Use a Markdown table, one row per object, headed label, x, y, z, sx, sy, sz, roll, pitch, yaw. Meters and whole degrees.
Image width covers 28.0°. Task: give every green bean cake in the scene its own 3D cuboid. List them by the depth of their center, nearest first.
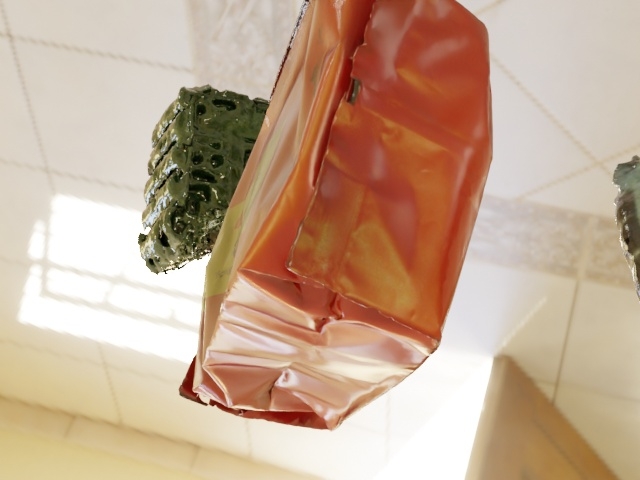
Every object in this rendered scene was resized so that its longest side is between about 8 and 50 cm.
| label | x | y | z | sx | sy | sz | roll | pitch | yaw |
| --- | --- | --- | --- | --- | --- | --- | --- | --- | --- |
| green bean cake | -0.070 | -0.050 | 1.302 | 0.208 | 0.193 | 0.107 | 12 | 145 | -20 |

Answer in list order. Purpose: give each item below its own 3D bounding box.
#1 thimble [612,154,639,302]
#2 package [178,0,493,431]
| label | x | y | z | sx | sy | sz | roll | pitch | yaw |
| --- | --- | --- | --- | --- | --- | --- | --- | --- | --- |
| thimble | 0.377 | 0.017 | 1.210 | 0.150 | 0.237 | 0.237 | -20 | 129 | 21 |
| package | 0.000 | 0.000 | 0.804 | 0.123 | 0.196 | 0.423 | 18 | 160 | -5 |
